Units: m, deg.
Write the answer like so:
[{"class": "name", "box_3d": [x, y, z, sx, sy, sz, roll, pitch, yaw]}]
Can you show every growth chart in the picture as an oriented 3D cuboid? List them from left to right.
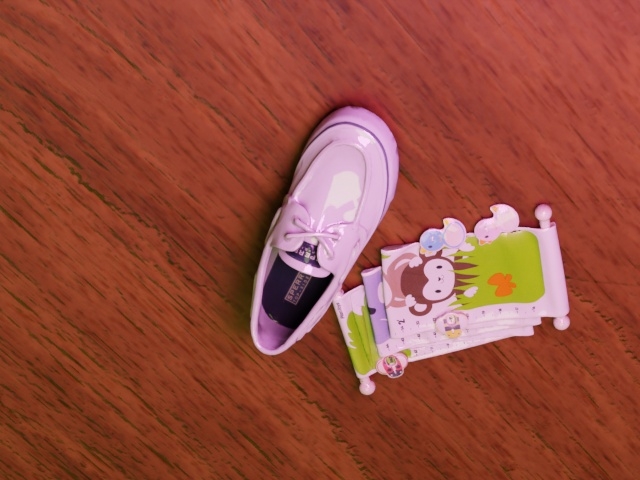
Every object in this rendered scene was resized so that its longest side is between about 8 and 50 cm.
[{"class": "growth chart", "box_3d": [0.123, 0.052, 1.866, 0.237, 0.021, 0.172, -18, 126, 10]}]

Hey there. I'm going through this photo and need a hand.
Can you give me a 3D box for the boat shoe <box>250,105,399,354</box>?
[{"class": "boat shoe", "box_3d": [0.000, 0.000, 1.763, 0.095, 0.084, 0.258, 21, 127, 6]}]
